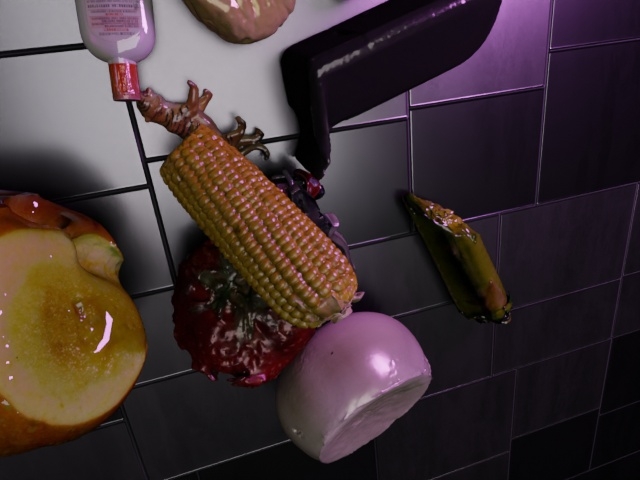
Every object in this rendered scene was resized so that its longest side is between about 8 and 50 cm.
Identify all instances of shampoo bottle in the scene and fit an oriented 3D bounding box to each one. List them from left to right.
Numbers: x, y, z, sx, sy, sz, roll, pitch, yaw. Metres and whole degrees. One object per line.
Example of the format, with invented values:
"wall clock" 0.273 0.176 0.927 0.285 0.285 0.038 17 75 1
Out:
"shampoo bottle" -0.302 -0.322 0.683 0.108 0.051 0.221 -5 103 -11

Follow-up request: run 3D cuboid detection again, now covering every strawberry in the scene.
"strawberry" -0.135 0.129 0.842 0.274 0.220 0.274 2 73 -6

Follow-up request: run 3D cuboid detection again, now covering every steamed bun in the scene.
"steamed bun" 0.057 0.284 0.944 0.324 0.206 0.324 -25 144 -20

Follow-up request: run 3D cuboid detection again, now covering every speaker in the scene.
"speaker" 0.109 -0.288 0.788 0.388 0.180 0.184 -28 123 -5

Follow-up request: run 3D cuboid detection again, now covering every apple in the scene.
"apple" -0.441 0.103 0.656 0.383 0.374 0.375 10 107 -16

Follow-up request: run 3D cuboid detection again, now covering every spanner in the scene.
"spanner" 0.000 0.000 0.856 0.095 0.040 0.325 -33 145 -4

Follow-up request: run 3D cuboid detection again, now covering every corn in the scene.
"corn" -0.099 -0.019 0.707 0.387 0.144 0.144 43 94 4

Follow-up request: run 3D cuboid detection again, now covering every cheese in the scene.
"cheese" -0.126 -0.425 0.689 0.214 0.117 0.226 -47 122 -1

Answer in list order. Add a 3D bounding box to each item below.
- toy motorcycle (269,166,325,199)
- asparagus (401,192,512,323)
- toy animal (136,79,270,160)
"toy motorcycle" -0.088 -0.075 0.829 0.213 0.122 0.082 -13 82 -13
"asparagus" 0.308 0.037 1.007 0.382 0.128 0.108 56 51 -26
"toy animal" -0.195 -0.196 0.788 0.241 0.057 0.099 34 104 -28
